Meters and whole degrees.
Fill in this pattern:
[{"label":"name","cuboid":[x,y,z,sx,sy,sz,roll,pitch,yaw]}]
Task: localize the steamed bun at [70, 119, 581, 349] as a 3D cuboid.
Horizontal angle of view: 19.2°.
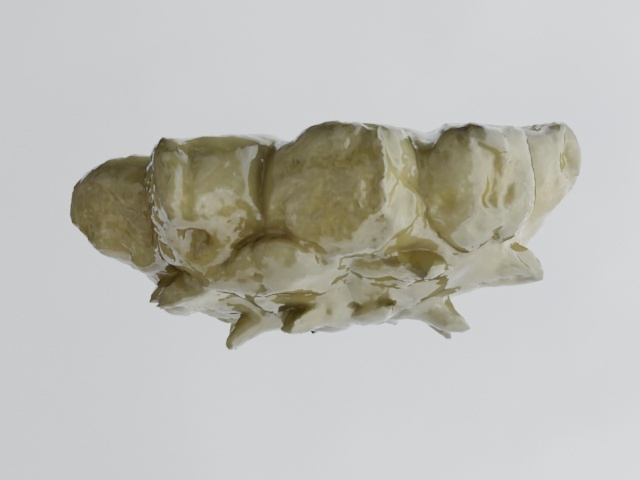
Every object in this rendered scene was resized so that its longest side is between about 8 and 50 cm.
[{"label":"steamed bun","cuboid":[0.000,0.000,1.137,0.292,0.295,0.137,-4,-87,32]}]
